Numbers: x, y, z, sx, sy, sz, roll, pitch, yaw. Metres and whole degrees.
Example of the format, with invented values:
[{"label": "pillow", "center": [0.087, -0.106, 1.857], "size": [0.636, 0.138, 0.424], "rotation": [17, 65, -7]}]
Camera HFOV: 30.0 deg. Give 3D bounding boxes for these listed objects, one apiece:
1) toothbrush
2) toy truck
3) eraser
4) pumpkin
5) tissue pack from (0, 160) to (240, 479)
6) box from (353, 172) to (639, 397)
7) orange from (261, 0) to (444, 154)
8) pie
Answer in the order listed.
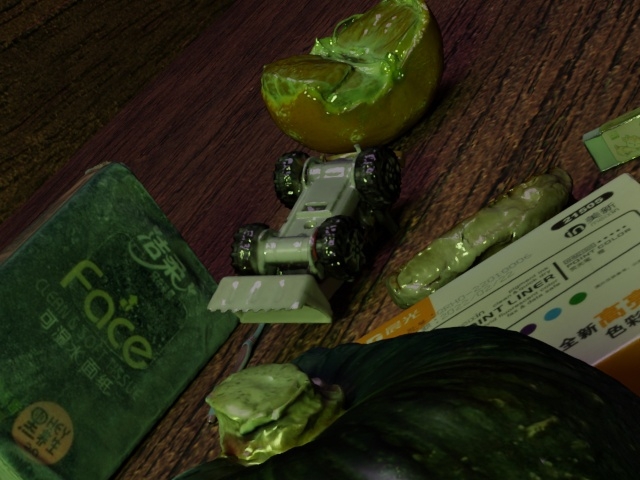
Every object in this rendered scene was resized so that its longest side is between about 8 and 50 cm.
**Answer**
[{"label": "toothbrush", "center": [-0.080, 0.117, 1.195], "size": [0.013, 0.019, 0.193], "rotation": [-24, 25, 30]}, {"label": "toy truck", "center": [0.000, 0.000, 1.195], "size": [0.136, 0.111, 0.286], "rotation": [-3, 37, 31]}, {"label": "eraser", "center": [0.276, -0.094, 1.052], "size": [0.083, 0.038, 0.019], "rotation": [-24, 25, 28]}, {"label": "pumpkin", "center": [0.076, 0.162, 0.478], "size": [0.196, 0.264, 0.293], "rotation": [-12, 21, 29]}, {"label": "tissue pack", "center": [-0.247, 0.100, 1.198], "size": [0.103, 0.228, 0.316], "rotation": [-16, 27, 46]}, {"label": "box", "center": [0.140, 0.087, 0.785], "size": [0.273, 0.091, 0.221], "rotation": [-34, 18, 5]}, {"label": "orange", "center": [0.053, -0.194, 1.476], "size": [0.237, 0.158, 0.179], "rotation": [-38, 25, -16]}, {"label": "pie", "center": [0.132, 0.001, 0.964], "size": [0.195, 0.046, 0.195], "rotation": [-32, -6, -4]}]
